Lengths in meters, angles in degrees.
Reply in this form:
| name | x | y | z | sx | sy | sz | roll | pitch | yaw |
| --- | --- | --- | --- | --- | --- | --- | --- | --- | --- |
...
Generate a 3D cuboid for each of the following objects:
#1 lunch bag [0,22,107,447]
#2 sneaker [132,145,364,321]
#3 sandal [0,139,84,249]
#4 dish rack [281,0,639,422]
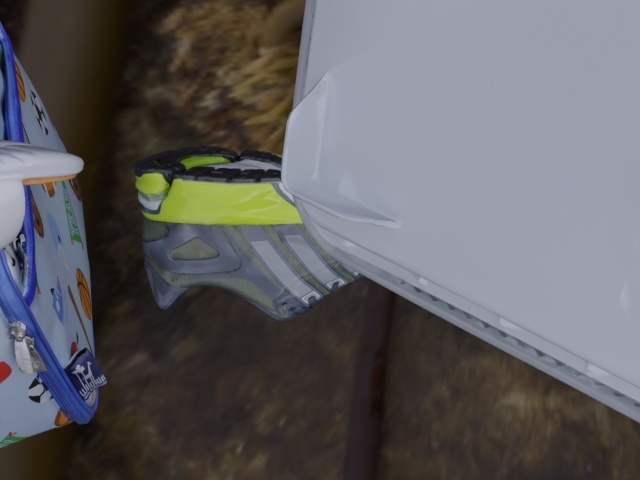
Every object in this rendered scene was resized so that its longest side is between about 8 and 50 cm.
| name | x | y | z | sx | sy | sz | roll | pitch | yaw |
| --- | --- | --- | --- | --- | --- | --- | --- | --- | --- |
| lunch bag | -0.240 | -0.014 | 1.317 | 0.115 | 0.243 | 0.303 | -16 | 52 | 1 |
| sneaker | 0.000 | 0.000 | 1.434 | 0.299 | 0.111 | 0.121 | 5 | 109 | -9 |
| sandal | -0.253 | -0.003 | 0.994 | 0.265 | 0.102 | 0.076 | -13 | 104 | -33 |
| dish rack | 0.098 | -0.077 | 0.611 | 0.333 | 0.072 | 0.286 | 27 | 115 | 46 |
